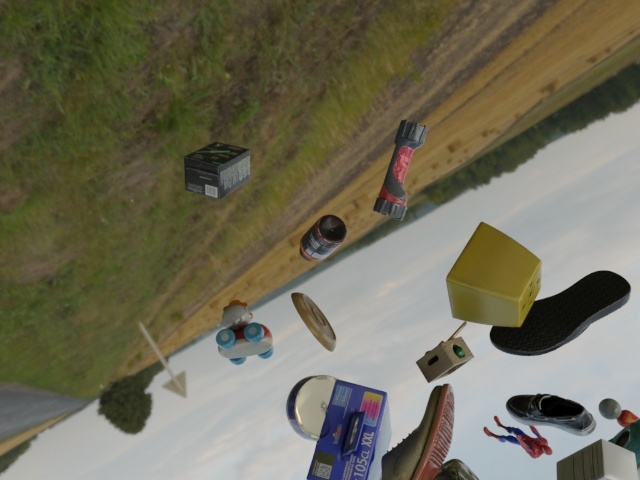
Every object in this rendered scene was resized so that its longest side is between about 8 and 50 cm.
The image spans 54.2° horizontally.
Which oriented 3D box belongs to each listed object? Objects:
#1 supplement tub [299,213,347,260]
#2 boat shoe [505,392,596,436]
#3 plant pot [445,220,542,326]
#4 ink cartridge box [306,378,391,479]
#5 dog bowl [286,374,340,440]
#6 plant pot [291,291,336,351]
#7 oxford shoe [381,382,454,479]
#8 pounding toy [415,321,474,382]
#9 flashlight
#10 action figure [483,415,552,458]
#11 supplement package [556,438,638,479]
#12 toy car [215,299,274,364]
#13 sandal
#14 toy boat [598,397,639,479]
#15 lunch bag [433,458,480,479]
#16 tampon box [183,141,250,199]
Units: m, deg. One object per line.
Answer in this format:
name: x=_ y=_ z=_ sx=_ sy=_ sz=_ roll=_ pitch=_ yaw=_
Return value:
supplement tub: x=0.000 y=0.000 z=1.981 sx=0.106 sy=0.106 sz=0.198 roll=-30 pitch=173 yaw=-32
boat shoe: x=0.697 y=0.522 z=1.948 sx=0.108 sy=0.102 sz=0.301 roll=-48 pitch=-154 yaw=-23
plant pot: x=0.480 y=0.113 z=1.692 sx=0.212 sy=0.187 sz=0.212 roll=-52 pitch=145 yaw=-23
ink cartridge box: x=0.084 y=0.548 z=1.647 sx=0.395 sy=0.151 sz=0.270 roll=74 pitch=30 yaw=-55
dog bowl: x=0.000 y=0.681 z=2.547 sx=0.265 sy=0.264 sz=0.104 roll=-30 pitch=178 yaw=-26
plant pot: x=-0.014 y=0.262 z=2.070 sx=0.032 sy=0.236 sz=0.236 roll=-36 pitch=178 yaw=6
oxford shoe: x=0.226 y=0.527 z=1.556 sx=0.147 sy=0.140 sz=0.397 roll=8 pitch=-124 yaw=33
pounding toy: x=0.361 y=0.316 z=1.779 sx=0.130 sy=0.100 sz=0.141 roll=-6 pitch=147 yaw=-46
flashlight: x=0.258 y=-0.220 z=1.961 sx=0.103 sy=0.103 sz=0.304 roll=-138 pitch=-113 yaw=-79
action figure: x=0.650 y=0.637 z=2.092 sx=0.091 sy=0.139 sz=0.280 roll=-40 pitch=-160 yaw=-19
supplement package: x=0.698 y=0.598 z=1.588 sx=0.179 sy=0.105 sz=0.105 roll=-57 pitch=-170 yaw=45
toy car: x=-0.300 y=0.326 z=2.423 sx=0.210 sy=0.237 sz=0.219 roll=-13 pitch=149 yaw=2
sandal: x=0.693 y=0.232 z=1.793 sx=0.446 sy=0.107 sz=0.167 roll=-22 pitch=-139 yaw=-11
toy boat: x=0.902 y=0.597 z=1.868 sx=0.267 sy=0.148 sz=0.318 roll=-63 pitch=169 yaw=28
lunch bag: x=0.317 y=0.754 z=1.654 sx=0.305 sy=0.212 sz=0.256 roll=-41 pitch=171 yaw=11
tampon box: x=-0.290 y=-0.200 z=1.767 sx=0.121 sy=0.101 sz=0.161 roll=16 pitch=-150 yaw=20
